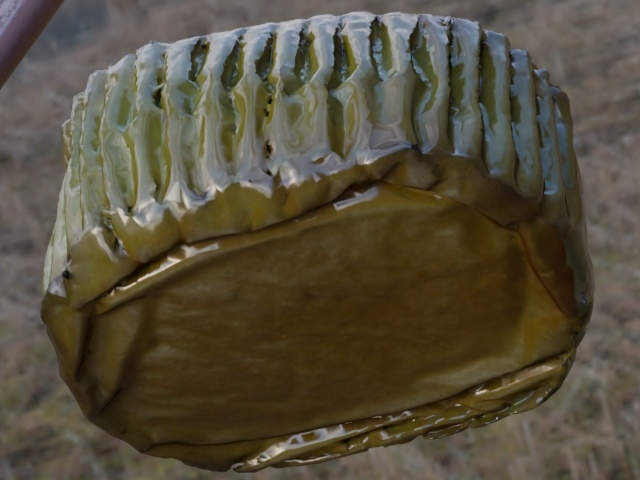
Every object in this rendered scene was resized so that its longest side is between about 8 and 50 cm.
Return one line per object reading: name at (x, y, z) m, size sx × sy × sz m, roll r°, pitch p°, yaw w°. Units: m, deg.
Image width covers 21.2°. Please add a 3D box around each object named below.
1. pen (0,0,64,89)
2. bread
pen at (-0.178, -0.127, 0.964) m, size 0.053 × 0.197 × 0.032 m, roll 28°, pitch -8°, yaw 31°
bread at (0.000, 0.000, 0.802) m, size 0.253 × 0.227 × 0.142 m, roll -12°, pitch 43°, yaw 8°
